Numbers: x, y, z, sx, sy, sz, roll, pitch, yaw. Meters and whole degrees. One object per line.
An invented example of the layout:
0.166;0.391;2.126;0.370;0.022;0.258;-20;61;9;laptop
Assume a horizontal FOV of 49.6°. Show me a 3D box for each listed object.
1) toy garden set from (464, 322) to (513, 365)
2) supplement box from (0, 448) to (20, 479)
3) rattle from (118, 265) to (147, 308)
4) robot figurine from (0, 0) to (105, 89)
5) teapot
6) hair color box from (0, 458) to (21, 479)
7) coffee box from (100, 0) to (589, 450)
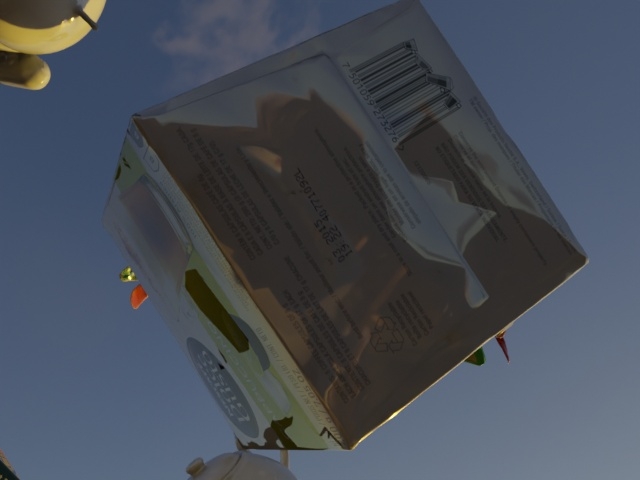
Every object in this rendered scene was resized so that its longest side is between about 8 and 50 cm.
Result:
0.181;0.078;0.975;0.204;0.049;0.244;4;-61;56;toy garden set
-0.641;0.425;1.308;0.080;0.233;0.078;-37;-22;-15;supplement box
-0.238;0.037;1.144;0.200;0.143;0.130;-44;-68;-15;rattle
-0.407;-0.337;0.843;0.353;0.200;0.300;13;-57;23;robot figurine
-0.153;0.439;1.157;0.252;0.256;0.187;-37;-89;-5;teapot
-0.383;0.308;0.705;0.174;0.105;0.347;-22;-67;20;hair color box
0.000;0.000;0.780;0.337;0.338;0.334;58;-27;1;coffee box
